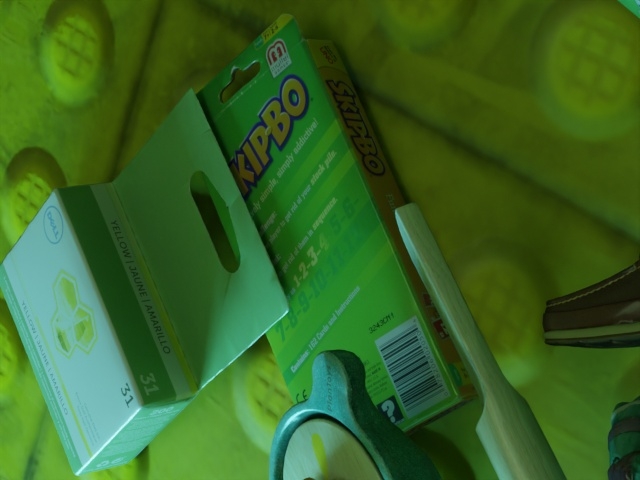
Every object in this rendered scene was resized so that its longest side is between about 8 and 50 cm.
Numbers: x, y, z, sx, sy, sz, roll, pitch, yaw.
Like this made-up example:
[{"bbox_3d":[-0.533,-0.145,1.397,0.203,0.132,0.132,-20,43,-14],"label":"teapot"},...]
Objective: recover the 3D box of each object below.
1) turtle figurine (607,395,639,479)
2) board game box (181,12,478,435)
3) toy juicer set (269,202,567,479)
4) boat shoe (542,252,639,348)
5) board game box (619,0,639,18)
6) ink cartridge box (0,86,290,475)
[{"bbox_3d":[0.188,0.136,0.667,0.175,0.118,0.234,36,123,40],"label":"turtle figurine"},{"bbox_3d":[0.000,0.000,0.872,0.124,0.039,0.259,-36,72,39],"label":"board game box"},{"bbox_3d":[0.036,0.172,0.751,0.209,0.089,0.329,50,139,35],"label":"toy juicer set"},{"bbox_3d":[0.188,0.014,0.693,0.178,0.064,0.060,-18,75,34],"label":"boat shoe"},{"bbox_3d":[0.274,-0.105,0.555,0.213,0.046,0.317,-43,61,2],"label":"board game box"},{"bbox_3d":[-0.128,0.033,0.955,0.235,0.056,0.171,-45,63,46],"label":"ink cartridge box"}]
